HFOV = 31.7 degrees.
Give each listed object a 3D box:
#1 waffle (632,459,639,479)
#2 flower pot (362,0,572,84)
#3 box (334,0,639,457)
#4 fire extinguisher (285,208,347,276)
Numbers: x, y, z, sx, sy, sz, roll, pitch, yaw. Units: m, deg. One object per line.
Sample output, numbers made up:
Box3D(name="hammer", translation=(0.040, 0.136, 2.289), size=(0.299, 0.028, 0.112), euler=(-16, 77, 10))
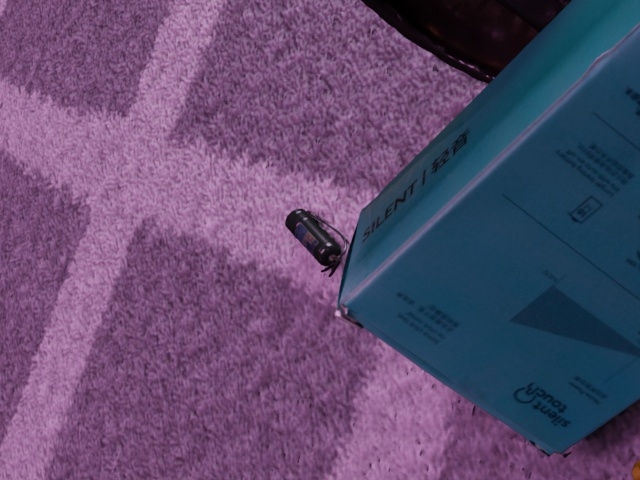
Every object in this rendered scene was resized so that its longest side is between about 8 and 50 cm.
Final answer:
Box3D(name="waffle", translation=(0.321, 0.184, 0.653), size=(0.260, 0.069, 0.293), euler=(-52, 48, 22))
Box3D(name="flower pot", translation=(0.172, -0.267, 0.835), size=(0.266, 0.266, 0.267), euler=(31, 88, 45))
Box3D(name="box", translation=(0.183, -0.023, 0.722), size=(0.311, 0.205, 0.118), euler=(-46, 16, 32))
Box3D(name="fire extinguisher", translation=(0.000, 0.000, 1.055), size=(0.038, 0.025, 0.083), euler=(-39, 48, -3))
